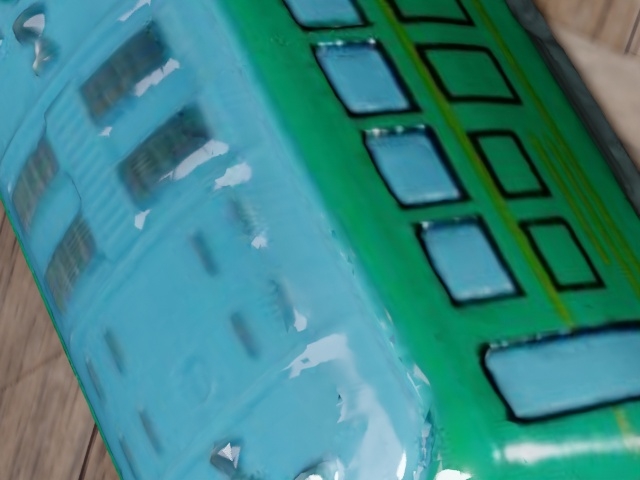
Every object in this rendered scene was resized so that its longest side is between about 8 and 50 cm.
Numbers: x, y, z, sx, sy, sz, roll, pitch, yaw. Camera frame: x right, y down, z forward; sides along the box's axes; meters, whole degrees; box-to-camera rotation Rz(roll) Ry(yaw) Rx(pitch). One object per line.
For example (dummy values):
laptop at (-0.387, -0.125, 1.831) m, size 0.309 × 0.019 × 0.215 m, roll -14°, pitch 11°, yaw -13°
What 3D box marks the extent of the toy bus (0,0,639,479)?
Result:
toy bus at (0.000, 0.000, 0.724) m, size 0.183 × 0.199 × 0.343 m, roll -47°, pitch 58°, yaw 34°
